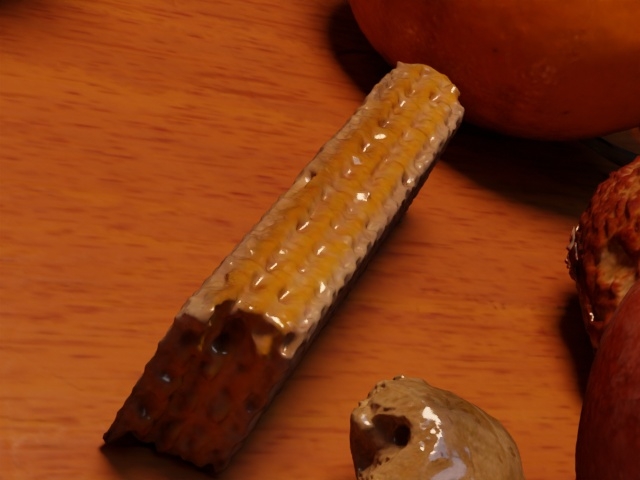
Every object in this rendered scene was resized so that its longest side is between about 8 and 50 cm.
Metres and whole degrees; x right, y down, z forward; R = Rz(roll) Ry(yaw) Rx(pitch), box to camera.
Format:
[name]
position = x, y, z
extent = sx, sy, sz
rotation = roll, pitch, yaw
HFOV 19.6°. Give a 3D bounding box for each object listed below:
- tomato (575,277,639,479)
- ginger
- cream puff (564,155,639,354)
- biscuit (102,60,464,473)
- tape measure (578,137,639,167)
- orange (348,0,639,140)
[tomato]
position = 0.242, 0.103, 0.858
extent = 0.265, 0.265, 0.265
rotation = 24, 29, -14
[ginger]
position = 0.040, 0.111, 0.837
extent = 0.165, 0.067, 0.096
rotation = -20, 78, -56
[cream puff]
position = 0.263, 0.035, 1.083
extent = 0.240, 0.164, 0.240
rotation = 36, 13, -10
[biscuit]
position = 0.000, 0.000, 0.954
extent = 0.054, 0.094, 0.379
rotation = 33, 27, 3
[tape measure]
position = 0.266, -0.057, 1.357
extent = 0.164, 0.084, 0.330
rotation = 4, 23, -40
[orange]
position = 0.159, -0.192, 1.263
extent = 0.284, 0.226, 0.284
rotation = 6, 31, -4
